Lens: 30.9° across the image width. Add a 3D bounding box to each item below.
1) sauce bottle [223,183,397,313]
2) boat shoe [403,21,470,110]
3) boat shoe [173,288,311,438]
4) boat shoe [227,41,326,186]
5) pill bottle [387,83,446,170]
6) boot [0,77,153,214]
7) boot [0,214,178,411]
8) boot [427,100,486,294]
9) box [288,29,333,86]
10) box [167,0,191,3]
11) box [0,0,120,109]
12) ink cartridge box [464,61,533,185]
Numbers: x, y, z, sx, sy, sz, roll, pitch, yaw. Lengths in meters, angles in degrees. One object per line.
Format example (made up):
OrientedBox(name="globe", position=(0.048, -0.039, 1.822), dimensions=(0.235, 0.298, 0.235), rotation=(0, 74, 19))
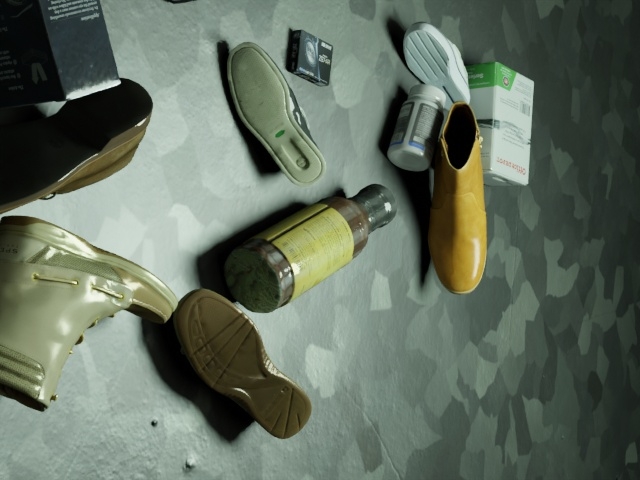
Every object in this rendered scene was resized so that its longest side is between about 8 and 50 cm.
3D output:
OrientedBox(name="sauce bottle", position=(0.000, 0.000, 1.741), dimensions=(0.344, 0.111, 0.111), rotation=(-30, 112, -47))
OrientedBox(name="boat shoe", position=(0.206, -0.322, 2.054), dimensions=(0.226, 0.083, 0.076), rotation=(56, 36, -51))
OrientedBox(name="boat shoe", position=(-0.122, 0.170, 1.617), dimensions=(0.104, 0.089, 0.285), rotation=(-42, 123, -13))
OrientedBox(name="boat shoe", position=(-0.070, -0.188, 1.702), dimensions=(0.233, 0.084, 0.079), rotation=(60, 8, -23))
OrientedBox(name="pill bottle", position=(0.168, -0.195, 1.989), dimensions=(0.078, 0.078, 0.137), rotation=(42, 58, -44))
OrientedBox(name="boot", position=(-0.326, -0.077, 1.334), dimensions=(0.305, 0.112, 0.115), rotation=(-30, 158, -33))
OrientedBox(name="boot", position=(-0.295, 0.107, 1.371), dimensions=(0.262, 0.095, 0.204), rotation=(33, 64, -45))
OrientedBox(name="boot", position=(0.234, -0.073, 1.991), dimensions=(0.211, 0.104, 0.295), rotation=(71, 18, -70))
OrientedBox(name="box", position=(-0.014, -0.284, 1.803), dimensions=(0.083, 0.018, 0.067), rotation=(18, 76, -50))
OrientedBox(name="box", position=(-0.234, -0.487, 1.476), dimensions=(0.242, 0.076, 0.308), rotation=(13, 79, -51))
OrientedBox(name="box", position=(-0.324, -0.233, 1.291), dimensions=(0.093, 0.156, 0.158), rotation=(-29, 113, -50))
OrientedBox(name="ink cartridge box", position=(0.329, -0.215, 2.189), dimensions=(0.153, 0.086, 0.209), rotation=(15, 77, -52))
